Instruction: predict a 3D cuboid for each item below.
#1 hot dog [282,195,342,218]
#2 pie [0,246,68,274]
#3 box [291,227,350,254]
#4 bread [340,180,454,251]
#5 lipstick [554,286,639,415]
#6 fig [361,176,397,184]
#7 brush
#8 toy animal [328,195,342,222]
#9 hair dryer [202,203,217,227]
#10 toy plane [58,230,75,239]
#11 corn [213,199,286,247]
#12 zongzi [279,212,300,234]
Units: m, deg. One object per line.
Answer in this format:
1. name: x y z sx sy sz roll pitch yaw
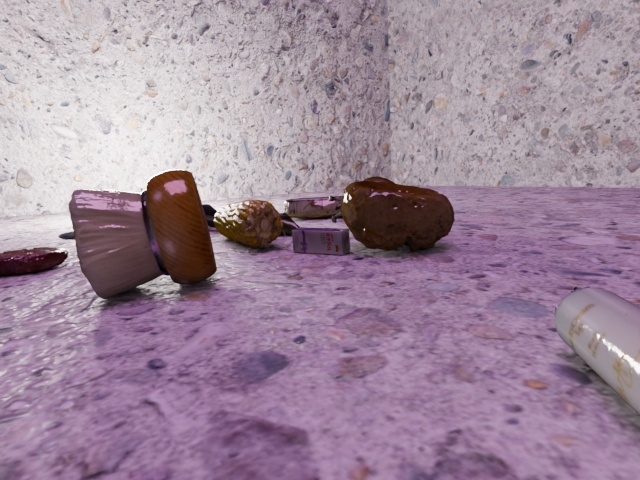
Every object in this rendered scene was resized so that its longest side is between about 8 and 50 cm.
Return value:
1. hot dog: 0.002 -0.115 1.421 0.268 0.075 0.144 -5 6 3
2. pie: -0.583 0.038 0.810 0.154 0.036 0.154 -3 10 1
3. box: 0.000 0.000 0.815 0.117 0.050 0.036 1 13 31
4. bread: 0.147 -0.049 0.824 0.230 0.123 0.230 8 15 -2
5. lipstick: 0.206 0.088 0.217 0.059 0.059 0.264 -1 10 10
6. fig: 0.169 -0.093 1.031 0.186 0.142 0.148 -13 33 19
7. brush: -0.261 -0.009 0.653 0.166 0.174 0.267 -15 4 -11
8. toy animal: 0.147 -0.096 1.252 0.255 0.089 0.170 9 18 26
9. hair dryer: -0.315 -0.059 1.256 0.248 0.078 0.196 13 16 28
10. toy plane: -0.464 -0.003 0.914 0.262 0.088 0.192 -11 2 11
11. corn: -0.180 -0.045 0.976 0.106 0.106 0.305 -8 8 -27
12. zongzi: -0.116 -0.034 1.056 0.109 0.055 0.119 -10 23 -24
